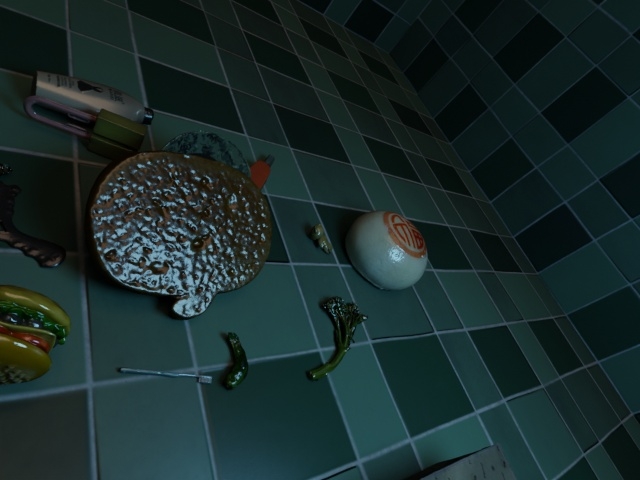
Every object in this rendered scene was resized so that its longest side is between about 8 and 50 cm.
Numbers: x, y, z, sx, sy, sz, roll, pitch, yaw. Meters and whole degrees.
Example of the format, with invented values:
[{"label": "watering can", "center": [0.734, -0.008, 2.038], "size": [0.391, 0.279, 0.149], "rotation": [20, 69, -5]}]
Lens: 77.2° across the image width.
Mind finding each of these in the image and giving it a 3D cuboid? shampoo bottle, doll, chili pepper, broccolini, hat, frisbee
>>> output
[{"label": "shampoo bottle", "center": [-0.538, -0.331, 0.970], "size": [0.257, 0.078, 0.127], "rotation": [5, 48, -44]}, {"label": "doll", "center": [0.007, -0.004, 1.202], "size": [0.093, 0.051, 0.061], "rotation": [39, 31, -11]}, {"label": "chili pepper", "center": [-0.166, 0.244, 0.815], "size": [0.055, 0.035, 0.117], "rotation": [35, 38, -41]}, {"label": "broccolini", "center": [0.026, 0.232, 1.002], "size": [0.123, 0.062, 0.271], "rotation": [37, 39, 5]}, {"label": "hat", "center": [-0.304, -0.139, 0.959], "size": [0.128, 0.265, 0.266], "rotation": [24, 20, 40]}, {"label": "frisbee", "center": [-0.574, -0.036, 0.710], "size": [0.211, 0.012, 0.187], "rotation": [6, 51, -39]}]

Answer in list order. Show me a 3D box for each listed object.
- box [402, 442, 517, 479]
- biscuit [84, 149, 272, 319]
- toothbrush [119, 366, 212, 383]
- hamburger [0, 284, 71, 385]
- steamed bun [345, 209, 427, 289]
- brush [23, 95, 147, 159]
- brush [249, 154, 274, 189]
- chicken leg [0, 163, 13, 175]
[{"label": "box", "center": [0.260, 0.570, 0.786], "size": [0.297, 0.190, 0.225], "rotation": [6, 52, -39]}, {"label": "biscuit", "center": [-0.276, -0.011, 0.840], "size": [0.394, 0.070, 0.350], "rotation": [13, 76, -43]}, {"label": "toothbrush", "center": [-0.276, 0.245, 0.728], "size": [0.167, 0.011, 0.014], "rotation": [19, 49, -31]}, {"label": "hamburger", "center": [-0.443, 0.132, 0.559], "size": [0.162, 0.162, 0.115], "rotation": [22, 44, -27]}, {"label": "steamed bun", "center": [0.228, 0.016, 1.288], "size": [0.283, 0.177, 0.283], "rotation": [26, 40, -24]}, {"label": "brush", "center": [-0.523, -0.256, 0.896], "size": [0.234, 0.103, 0.047], "rotation": [20, 41, -29]}, {"label": "brush", "center": [-0.196, -0.177, 1.172], "size": [0.070, 0.051, 0.323], "rotation": [34, 38, -11]}, {"label": "chicken leg", "center": [-0.681, -0.220, 0.753], "size": [0.253, 0.051, 0.106], "rotation": [40, 43, -9]}]
